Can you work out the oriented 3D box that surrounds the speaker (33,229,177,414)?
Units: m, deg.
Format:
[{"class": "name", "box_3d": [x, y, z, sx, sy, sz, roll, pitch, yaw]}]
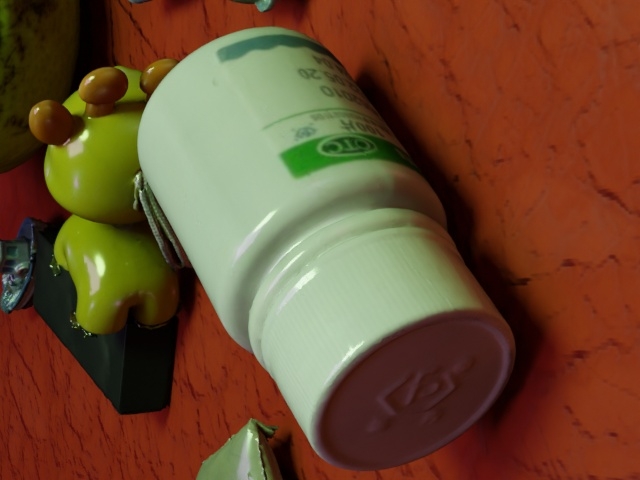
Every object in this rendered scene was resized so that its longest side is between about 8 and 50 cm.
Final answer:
[{"class": "speaker", "box_3d": [-0.186, 0.063, 1.199, 0.218, 0.044, 0.082, 34, 122, 55]}]

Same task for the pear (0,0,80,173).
[{"class": "pear", "box_3d": [-0.391, -0.212, 1.214, 0.391, 0.391, 0.391, 11, 103, 60]}]

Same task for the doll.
[{"class": "doll", "box_3d": [-0.145, -0.042, 1.033, 0.221, 0.143, 0.135, 107, 147, -44]}]

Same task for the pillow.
[{"class": "pillow", "box_3d": [-0.043, 0.232, 0.958, 0.119, 0.053, 0.208, -42, 54, 52]}]

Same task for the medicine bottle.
[{"class": "medicine bottle", "box_3d": [0.000, 0.000, 0.774, 0.237, 0.139, 0.139, 56, 139, 41]}]

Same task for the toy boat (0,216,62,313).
[{"class": "toy boat", "box_3d": [-0.288, 0.020, 1.354, 0.140, 0.066, 0.059, -51, 46, 48]}]

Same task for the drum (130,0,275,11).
[{"class": "drum", "box_3d": [-0.072, -0.185, 0.966, 0.253, 0.049, 0.130, -38, 60, 55]}]
